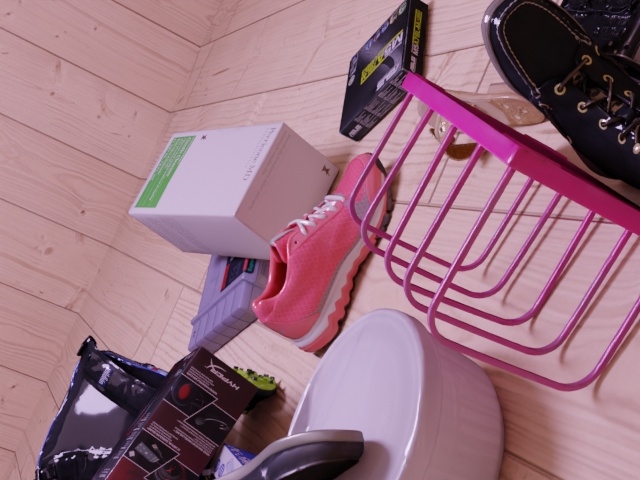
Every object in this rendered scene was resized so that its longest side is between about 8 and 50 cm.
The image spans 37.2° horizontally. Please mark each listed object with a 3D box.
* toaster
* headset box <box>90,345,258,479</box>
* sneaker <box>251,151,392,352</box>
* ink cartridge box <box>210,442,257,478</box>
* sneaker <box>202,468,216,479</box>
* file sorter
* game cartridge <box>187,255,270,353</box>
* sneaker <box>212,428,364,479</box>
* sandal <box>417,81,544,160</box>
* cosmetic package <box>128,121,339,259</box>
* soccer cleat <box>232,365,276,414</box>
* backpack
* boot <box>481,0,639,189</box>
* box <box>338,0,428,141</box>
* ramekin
[{"bbox_3d":[0.326,-0.243,0.941,0.186,0.110,0.168,-63,22,5],"label":"toaster"},{"bbox_3d":[-0.236,0.313,1.381,0.293,0.110,0.218,-55,7,-22],"label":"headset box"},{"bbox_3d":[0.000,0.000,1.393,0.116,0.136,0.314,-1,65,65],"label":"sneaker"},{"bbox_3d":[-0.068,0.330,1.240,0.046,0.097,0.207,-66,21,-3],"label":"ink cartridge box"},{"bbox_3d":[-0.166,0.382,1.510,0.083,0.031,0.035,151,126,-62],"label":"sneaker"},{"bbox_3d":[0.168,-0.013,0.933,0.182,0.202,0.291,-61,22,13],"label":"file sorter"},{"bbox_3d":[-0.158,0.028,1.840,0.230,0.068,0.355,-45,28,49],"label":"game cartridge"},{"bbox_3d":[-0.029,0.268,0.927,0.222,0.083,0.118,-38,52,37],"label":"sneaker"},{"bbox_3d":[0.182,-0.140,1.193,0.240,0.088,0.079,0,60,61],"label":"sandal"},{"bbox_3d":[-0.163,-0.086,1.712,0.365,0.155,0.197,0,59,51],"label":"cosmetic package"},{"bbox_3d":[-0.113,0.243,1.506,0.179,0.060,0.072,171,113,-72],"label":"soccer cleat"},{"bbox_3d":[-0.309,0.333,1.607,0.263,0.213,0.277,12,78,28],"label":"backpack"},{"bbox_3d":[0.254,-0.118,0.822,0.085,0.236,0.178,-46,28,4],"label":"boot"},{"bbox_3d":[0.105,-0.287,1.592,0.190,0.045,0.184,-41,29,47],"label":"box"},{"bbox_3d":[0.076,0.216,0.994,0.273,0.127,0.273,-48,27,35],"label":"ramekin"}]
